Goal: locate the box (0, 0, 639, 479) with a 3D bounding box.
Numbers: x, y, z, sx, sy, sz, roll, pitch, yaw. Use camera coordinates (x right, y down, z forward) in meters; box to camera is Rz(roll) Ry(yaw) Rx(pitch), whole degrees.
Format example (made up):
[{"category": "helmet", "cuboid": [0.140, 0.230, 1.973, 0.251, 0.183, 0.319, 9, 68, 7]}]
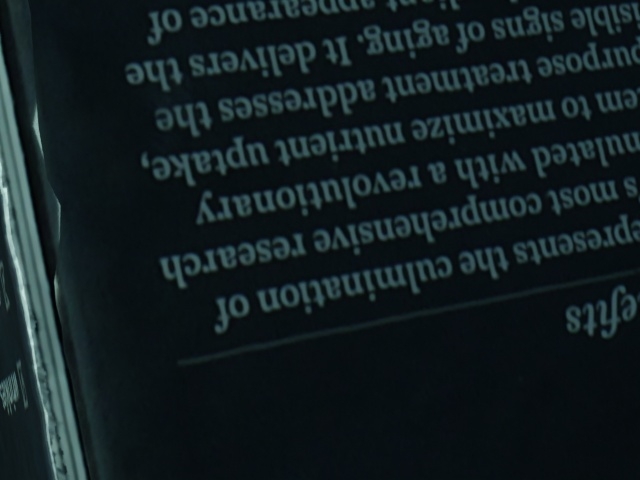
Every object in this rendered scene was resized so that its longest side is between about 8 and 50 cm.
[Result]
[{"category": "box", "cuboid": [-0.032, -0.011, 0.623, 0.480, 0.297, 0.472, 153, 107, -69]}]
